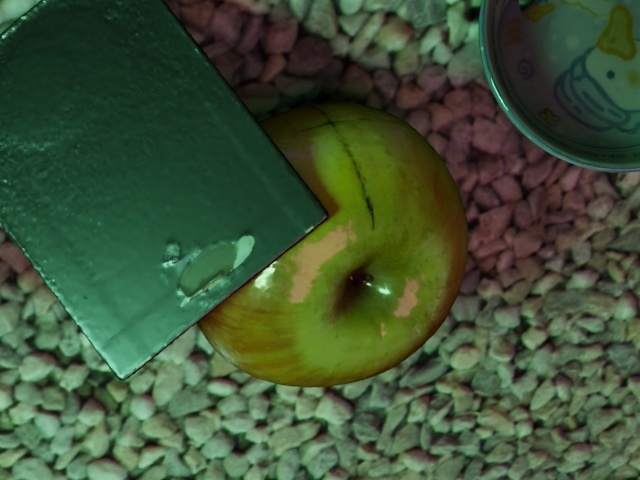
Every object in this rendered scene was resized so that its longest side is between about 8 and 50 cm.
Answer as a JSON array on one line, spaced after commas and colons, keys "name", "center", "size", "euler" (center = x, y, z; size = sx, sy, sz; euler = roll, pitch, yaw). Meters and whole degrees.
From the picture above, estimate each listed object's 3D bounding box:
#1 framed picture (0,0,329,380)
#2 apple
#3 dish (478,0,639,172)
[{"name": "framed picture", "center": [-0.182, -0.073, 1.550], "size": [0.244, 0.013, 0.324], "euler": [-38, 82, 6]}, {"name": "apple", "center": [0.000, 0.000, 1.660], "size": [0.286, 0.233, 0.286], "euler": [-11, 120, -20]}, {"name": "dish", "center": [0.280, -0.201, 1.705], "size": [0.273, 0.134, 0.273], "euler": [0, 89, -6]}]
